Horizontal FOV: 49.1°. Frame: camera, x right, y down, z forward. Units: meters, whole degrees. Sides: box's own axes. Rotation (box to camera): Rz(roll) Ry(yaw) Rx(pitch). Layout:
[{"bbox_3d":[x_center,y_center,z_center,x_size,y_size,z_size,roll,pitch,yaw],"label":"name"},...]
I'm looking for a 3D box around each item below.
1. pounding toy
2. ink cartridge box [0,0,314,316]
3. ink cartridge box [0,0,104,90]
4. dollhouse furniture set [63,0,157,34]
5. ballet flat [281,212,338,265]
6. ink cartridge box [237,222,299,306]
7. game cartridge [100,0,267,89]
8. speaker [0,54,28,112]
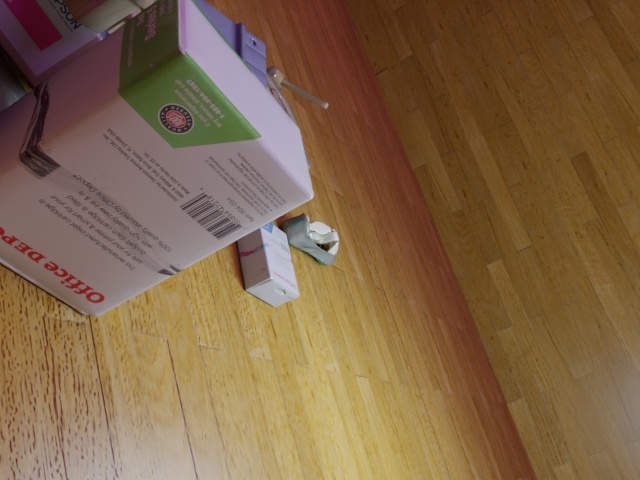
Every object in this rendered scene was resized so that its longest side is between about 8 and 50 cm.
[{"bbox_3d":[-0.076,-0.254,1.358,0.154,0.155,0.269,40,29,-59],"label":"pounding toy"},{"bbox_3d":[-0.176,-0.067,0.657,0.198,0.273,0.114,47,22,-42],"label":"ink cartridge box"},{"bbox_3d":[-0.314,-0.256,0.713,0.234,0.088,0.193,57,-9,-22],"label":"ink cartridge box"},{"bbox_3d":[-0.187,-0.359,0.773,0.303,0.174,0.355,60,8,3],"label":"dollhouse furniture set"},{"bbox_3d":[0.000,0.000,1.366,0.213,0.068,0.072,28,40,-61],"label":"ballet flat"},{"bbox_3d":[-0.085,0.034,1.116,0.088,0.052,0.122,38,30,-52],"label":"ink cartridge box"},{"bbox_3d":[-0.213,-0.286,1.035,0.355,0.068,0.230,26,46,-44],"label":"game cartridge"},{"bbox_3d":[-0.343,-0.175,0.690,0.136,0.055,0.055,58,19,-17],"label":"speaker"}]
